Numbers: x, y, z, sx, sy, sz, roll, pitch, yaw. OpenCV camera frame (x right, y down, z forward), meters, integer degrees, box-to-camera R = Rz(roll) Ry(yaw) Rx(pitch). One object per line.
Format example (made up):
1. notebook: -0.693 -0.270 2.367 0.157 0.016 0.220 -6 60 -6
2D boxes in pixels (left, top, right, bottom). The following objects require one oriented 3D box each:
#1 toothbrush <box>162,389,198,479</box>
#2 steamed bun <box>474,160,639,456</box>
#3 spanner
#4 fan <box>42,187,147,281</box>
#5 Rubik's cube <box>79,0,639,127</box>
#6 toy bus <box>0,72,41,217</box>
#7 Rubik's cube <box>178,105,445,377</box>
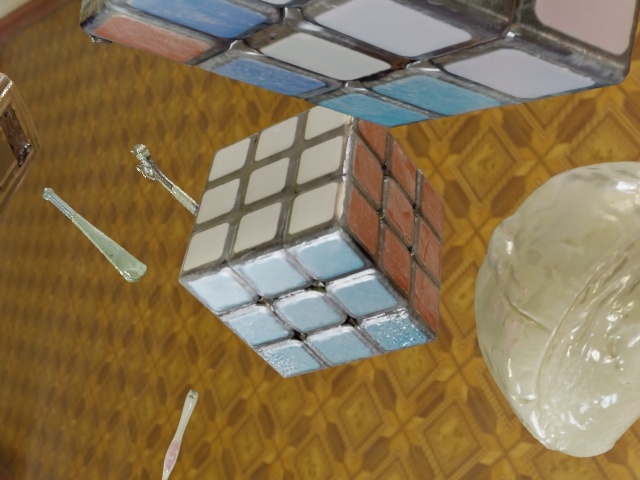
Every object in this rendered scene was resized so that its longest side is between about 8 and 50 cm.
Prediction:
1. toothbrush: -0.223 0.320 1.336 0.022 0.017 0.204 -73 3 -84
2. steamed bun: 0.338 0.049 1.071 0.383 0.236 0.247 -52 22 9
3. spanner: -0.328 -0.107 2.014 0.316 0.024 0.087 41 145 19
4. fan: -0.334 -0.010 1.294 0.193 0.038 0.016 43 135 1
5. Rubik's cube: 0.038 -0.307 0.711 0.363 0.362 0.358 7 82 60
6. toy bus: -0.412 -0.057 0.922 0.157 0.139 0.289 -4 37 11
7. Rubik's cube: 0.000 0.000 1.411 0.301 0.305 0.303 -20 40 29
